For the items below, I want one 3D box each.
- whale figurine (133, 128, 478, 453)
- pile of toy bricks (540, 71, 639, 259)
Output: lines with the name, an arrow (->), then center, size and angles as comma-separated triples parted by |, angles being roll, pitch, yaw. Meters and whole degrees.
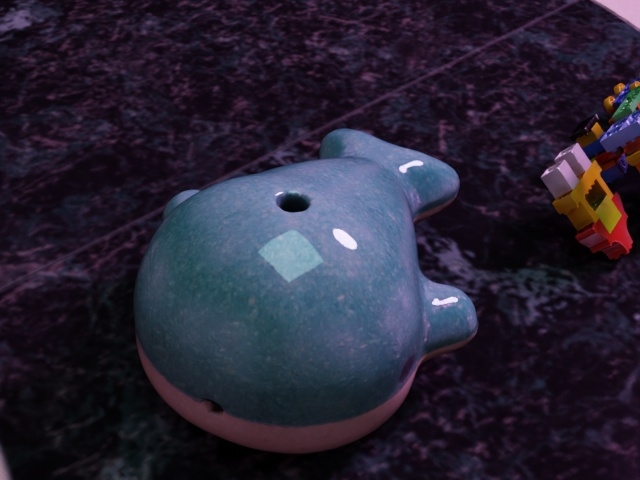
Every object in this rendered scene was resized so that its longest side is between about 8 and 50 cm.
whale figurine -> 0.000, 0.000, 0.755 | 0.216, 0.141, 0.272 | 22, 45, 17
pile of toy bricks -> 0.256, -0.062, 0.895 | 0.105, 0.118, 0.212 | 54, 39, -7
